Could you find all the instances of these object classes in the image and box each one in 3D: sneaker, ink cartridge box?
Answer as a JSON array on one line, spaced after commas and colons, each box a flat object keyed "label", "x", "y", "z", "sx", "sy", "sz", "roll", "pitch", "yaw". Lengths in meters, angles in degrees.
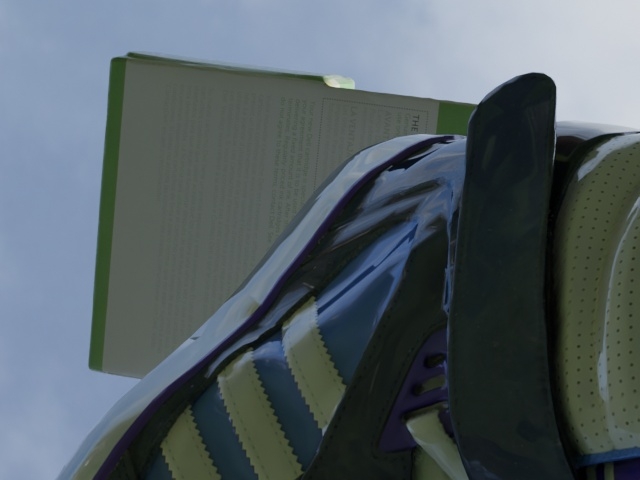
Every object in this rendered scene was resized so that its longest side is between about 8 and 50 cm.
[{"label": "sneaker", "x": 0.037, "y": 0.095, "z": 0.616, "sx": 0.236, "sy": 0.130, "sz": 0.323, "roll": 9, "pitch": -120, "yaw": 53}, {"label": "ink cartridge box", "x": 0.000, "y": 0.000, "z": 0.960, "sx": 0.235, "sy": 0.056, "sz": 0.171, "roll": 8, "pitch": -80, "yaw": 15}]
